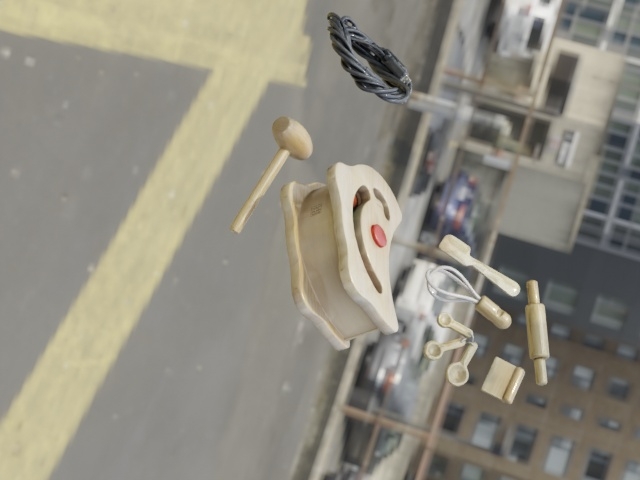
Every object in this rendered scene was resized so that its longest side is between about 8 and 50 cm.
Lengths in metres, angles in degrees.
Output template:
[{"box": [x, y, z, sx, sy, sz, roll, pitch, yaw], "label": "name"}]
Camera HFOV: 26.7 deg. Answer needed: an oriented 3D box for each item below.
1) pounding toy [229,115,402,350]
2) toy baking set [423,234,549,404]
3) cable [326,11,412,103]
[{"box": [0.000, 0.000, 1.570, 0.154, 0.155, 0.269, 32, 44, -52], "label": "pounding toy"}, {"box": [0.249, 0.115, 2.019, 0.030, 0.196, 0.256, 130, -36, -65], "label": "toy baking set"}, {"box": [0.066, -0.279, 2.095, 0.047, 0.184, 0.150, -42, 178, 27], "label": "cable"}]
